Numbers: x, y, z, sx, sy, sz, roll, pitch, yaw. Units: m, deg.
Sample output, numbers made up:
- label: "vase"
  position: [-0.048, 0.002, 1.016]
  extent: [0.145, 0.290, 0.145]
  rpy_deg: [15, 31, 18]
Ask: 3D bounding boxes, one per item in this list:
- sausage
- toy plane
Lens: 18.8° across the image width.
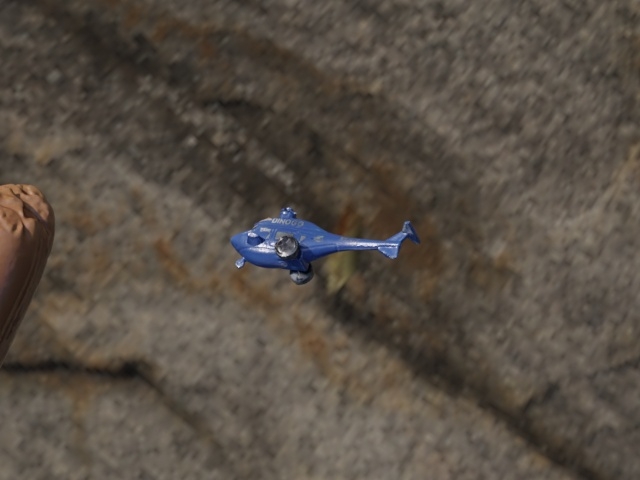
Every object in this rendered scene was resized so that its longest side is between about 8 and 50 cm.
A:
- label: "sausage"
  position: [-0.285, 0.084, 1.483]
  extent: [0.086, 0.086, 0.289]
  rpy_deg: [32, 112, 5]
- label: "toy plane"
  position: [0.000, 0.000, 1.651]
  extent: [0.167, 0.062, 0.054]
  rpy_deg: [2, 151, 20]
